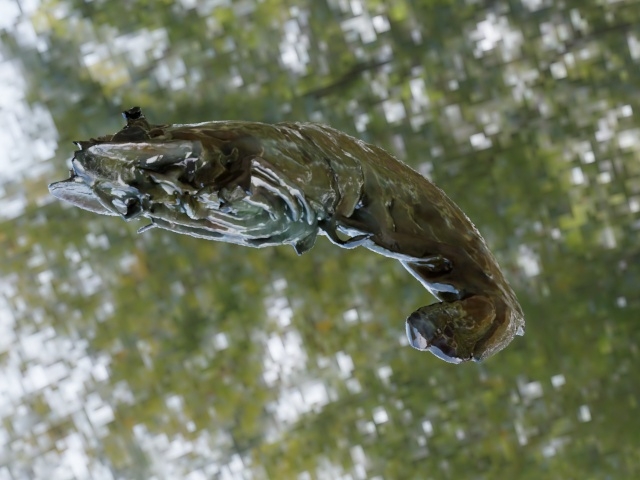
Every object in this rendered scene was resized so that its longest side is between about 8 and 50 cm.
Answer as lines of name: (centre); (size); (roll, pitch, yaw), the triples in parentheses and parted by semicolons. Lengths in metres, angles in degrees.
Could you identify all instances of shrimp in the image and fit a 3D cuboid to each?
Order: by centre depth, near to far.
shrimp: (0.000, 0.000, 0.894); (0.169, 0.058, 0.296); (43, -157, 24)
